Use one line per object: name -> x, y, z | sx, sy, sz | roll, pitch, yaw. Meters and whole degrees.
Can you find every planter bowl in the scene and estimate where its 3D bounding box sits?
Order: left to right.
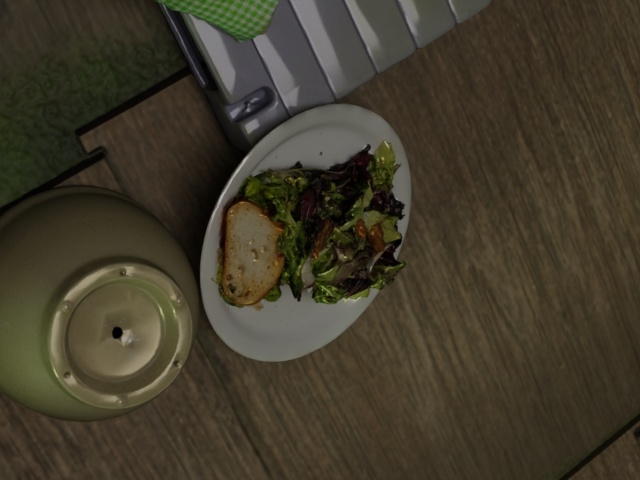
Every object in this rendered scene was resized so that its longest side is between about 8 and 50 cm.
planter bowl -> -0.147, 0.050, 0.903 | 0.162, 0.109, 0.162 | -6, 102, -26

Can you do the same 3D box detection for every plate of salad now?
plate of salad -> 0.000, 0.000, 0.975 | 0.200, 0.048, 0.200 | -22, 125, -35

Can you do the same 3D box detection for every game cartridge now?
game cartridge -> -0.039, -0.268, 0.921 | 0.230, 0.068, 0.355 | -35, 114, -21

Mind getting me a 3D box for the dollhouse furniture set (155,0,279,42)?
dollhouse furniture set -> -0.047, -0.280, 0.792 | 0.197, 0.151, 0.301 | 15, 95, -29
